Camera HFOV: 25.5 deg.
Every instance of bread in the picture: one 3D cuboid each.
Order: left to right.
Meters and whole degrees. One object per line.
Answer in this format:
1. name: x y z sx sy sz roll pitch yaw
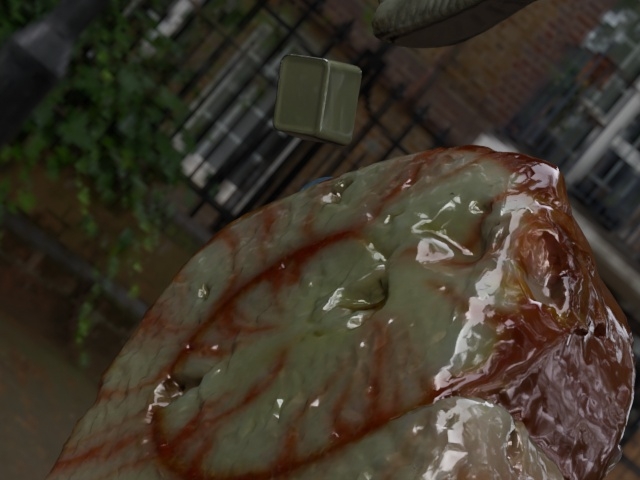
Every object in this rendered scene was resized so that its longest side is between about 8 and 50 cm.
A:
1. bread: 0.002 0.093 0.710 0.295 0.327 0.114 -15 -53 34

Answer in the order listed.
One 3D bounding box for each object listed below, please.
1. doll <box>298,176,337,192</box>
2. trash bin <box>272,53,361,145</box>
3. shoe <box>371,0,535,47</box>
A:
1. doll: 0.000 0.000 1.378 0.114 0.152 0.085 27 5 -23
2. trash bin: -0.003 -0.101 1.017 0.043 0.060 0.092 10 5 12
3. shoe: 0.122 -0.212 0.937 0.099 0.227 0.112 0 67 -60
